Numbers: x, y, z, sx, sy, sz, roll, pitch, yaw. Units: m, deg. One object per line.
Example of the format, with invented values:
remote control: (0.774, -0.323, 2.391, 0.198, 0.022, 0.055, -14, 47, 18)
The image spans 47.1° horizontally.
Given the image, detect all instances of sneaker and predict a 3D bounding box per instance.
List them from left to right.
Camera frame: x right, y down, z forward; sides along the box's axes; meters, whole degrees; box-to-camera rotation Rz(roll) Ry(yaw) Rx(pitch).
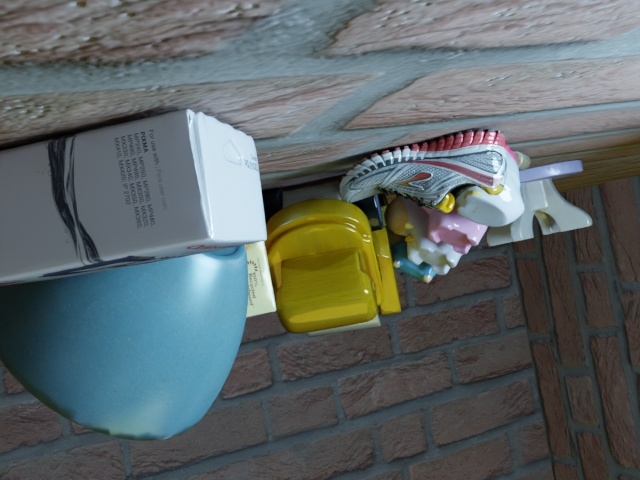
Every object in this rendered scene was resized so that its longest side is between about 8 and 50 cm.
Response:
sneaker: (0.127, -0.076, 0.941, 0.225, 0.093, 0.088, -10, 178, 26)

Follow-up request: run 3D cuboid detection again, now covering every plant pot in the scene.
plant pot: (-0.193, 0.045, 0.828, 0.195, 0.290, 0.290, -51, 162, 20)

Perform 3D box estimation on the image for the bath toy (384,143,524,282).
bath toy: (0.205, -0.053, 1.180, 0.151, 0.129, 0.348, 29, 154, -7)

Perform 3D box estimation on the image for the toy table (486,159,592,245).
toy table: (0.502, -0.086, 1.761, 0.252, 0.161, 0.274, -9, 177, -40)

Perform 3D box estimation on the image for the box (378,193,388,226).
box: (0.062, -0.052, 1.563, 0.168, 0.059, 0.054, -12, -140, 1)

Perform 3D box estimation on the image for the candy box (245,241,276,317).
candy box: (-0.160, 0.028, 1.133, 0.087, 0.183, 0.316, -9, 178, -19)

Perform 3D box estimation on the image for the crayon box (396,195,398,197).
crayon box: (0.231, -0.039, 1.577, 0.081, 0.165, 0.278, -11, 178, 14)

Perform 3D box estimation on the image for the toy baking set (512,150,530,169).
toy baking set: (0.259, -0.122, 1.273, 0.196, 0.030, 0.256, -11, 178, 20)

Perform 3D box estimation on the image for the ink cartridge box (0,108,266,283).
ink cartridge box: (-0.180, -0.027, 0.614, 0.237, 0.100, 0.172, -10, 179, 10)

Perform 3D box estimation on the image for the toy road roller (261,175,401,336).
toy road roller: (0.013, 0.070, 1.152, 0.202, 0.330, 0.241, -10, -137, 7)
